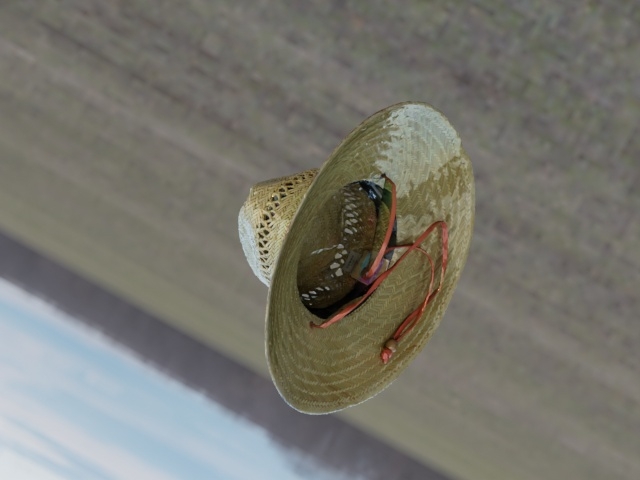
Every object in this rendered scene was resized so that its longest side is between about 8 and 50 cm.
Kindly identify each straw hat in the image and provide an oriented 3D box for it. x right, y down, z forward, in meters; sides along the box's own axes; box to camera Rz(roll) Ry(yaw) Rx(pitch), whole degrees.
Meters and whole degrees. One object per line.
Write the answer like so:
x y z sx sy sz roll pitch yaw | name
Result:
0.000 0.000 0.801 0.061 0.144 0.144 24 173 32 | straw hat
